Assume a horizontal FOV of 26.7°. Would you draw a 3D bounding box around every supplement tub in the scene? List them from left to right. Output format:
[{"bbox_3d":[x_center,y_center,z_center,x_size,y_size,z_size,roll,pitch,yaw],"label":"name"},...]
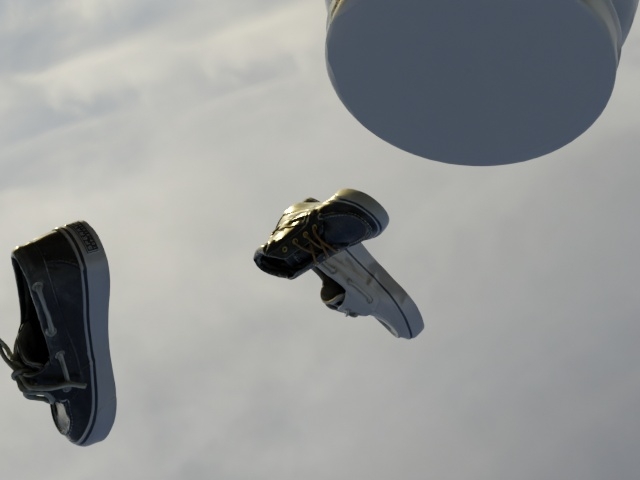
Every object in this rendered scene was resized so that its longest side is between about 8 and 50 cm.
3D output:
[{"bbox_3d":[0.105,-0.202,0.850,0.191,0.191,0.272,-4,-130,20],"label":"supplement tub"}]

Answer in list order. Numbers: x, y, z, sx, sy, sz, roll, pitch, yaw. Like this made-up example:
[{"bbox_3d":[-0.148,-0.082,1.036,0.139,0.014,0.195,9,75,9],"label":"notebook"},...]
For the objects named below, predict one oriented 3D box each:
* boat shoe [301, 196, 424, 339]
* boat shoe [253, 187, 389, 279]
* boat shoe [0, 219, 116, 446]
[{"bbox_3d":[0.035,0.056,1.761,0.084,0.258,0.095,-49,-155,-13],"label":"boat shoe"},{"bbox_3d":[0.000,0.000,1.450,0.083,0.065,0.183,-52,-160,-25],"label":"boat shoe"},{"bbox_3d":[-0.285,0.118,1.444,0.105,0.306,0.113,-22,-127,-30],"label":"boat shoe"}]
